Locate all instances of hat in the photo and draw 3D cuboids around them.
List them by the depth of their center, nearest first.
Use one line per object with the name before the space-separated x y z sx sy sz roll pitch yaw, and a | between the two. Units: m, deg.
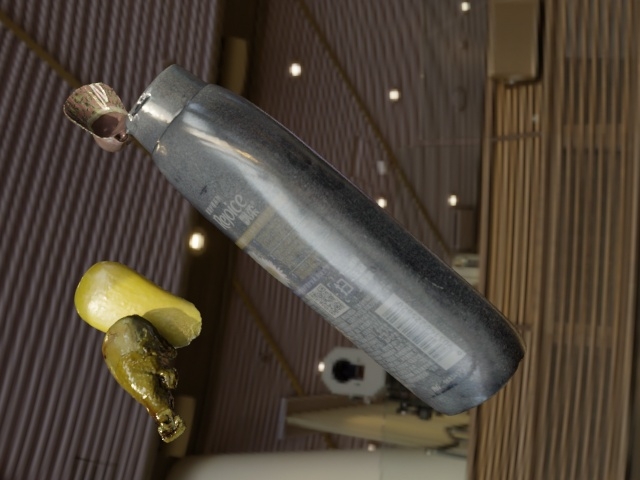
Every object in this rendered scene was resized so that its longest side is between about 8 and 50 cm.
hat | -0.236 -0.130 1.050 0.058 0.087 0.042 -47 -17 -23

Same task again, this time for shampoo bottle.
shampoo bottle | 0.000 0.000 0.507 0.233 0.087 0.049 40 -124 -4

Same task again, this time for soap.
soap | -0.231 0.091 1.220 0.089 0.168 0.033 -61 -5 6

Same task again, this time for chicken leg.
chicken leg | -0.198 0.161 1.139 0.093 0.178 0.070 3 -55 -36
